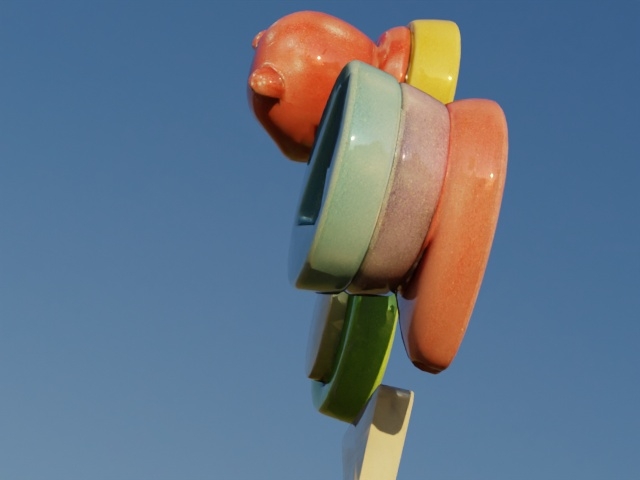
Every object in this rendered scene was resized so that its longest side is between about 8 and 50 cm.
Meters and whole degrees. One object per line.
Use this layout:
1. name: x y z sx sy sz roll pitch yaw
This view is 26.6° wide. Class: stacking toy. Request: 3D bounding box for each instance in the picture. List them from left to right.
1. stacking toy: 0.000 0.000 0.844 0.130 0.309 0.280 14 -72 -8
